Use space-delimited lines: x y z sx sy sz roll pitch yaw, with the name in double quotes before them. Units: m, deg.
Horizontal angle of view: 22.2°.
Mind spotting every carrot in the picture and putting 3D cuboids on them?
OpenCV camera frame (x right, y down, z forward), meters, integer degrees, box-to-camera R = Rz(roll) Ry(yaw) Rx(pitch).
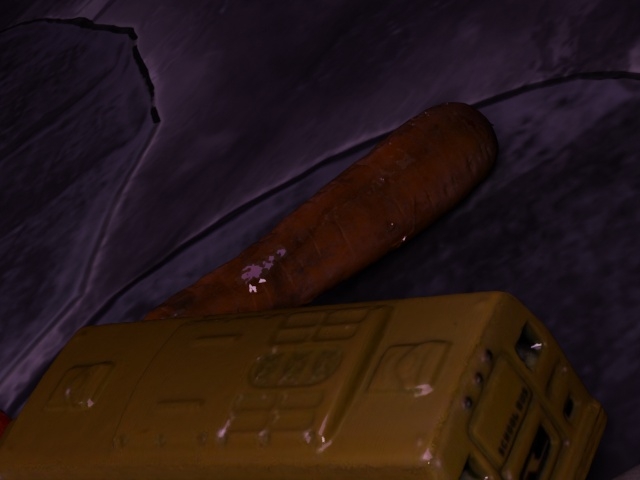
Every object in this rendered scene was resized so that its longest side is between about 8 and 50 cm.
"carrot" 0.000 0.000 0.891 0.248 0.059 0.059 -34 31 -20

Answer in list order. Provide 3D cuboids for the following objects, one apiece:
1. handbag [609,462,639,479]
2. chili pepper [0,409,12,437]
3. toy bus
"handbag" 0.241 0.074 0.530 0.253 0.109 0.316 -40 18 -14
"chili pepper" -0.340 0.152 1.010 0.368 0.092 0.137 -27 45 18
"toy bus" -0.042 0.103 0.766 0.336 0.123 0.121 -6 42 37
